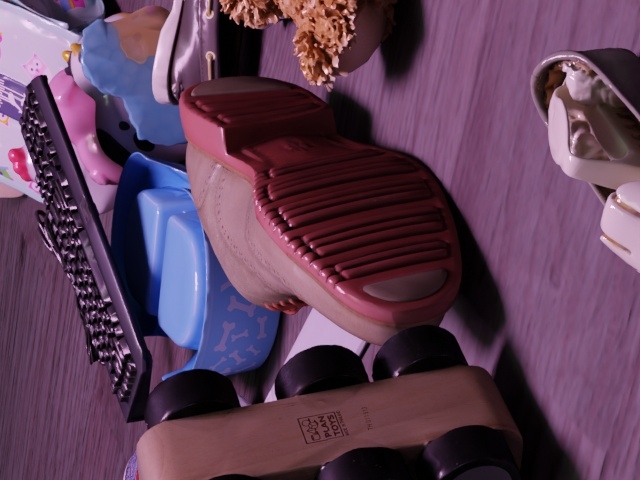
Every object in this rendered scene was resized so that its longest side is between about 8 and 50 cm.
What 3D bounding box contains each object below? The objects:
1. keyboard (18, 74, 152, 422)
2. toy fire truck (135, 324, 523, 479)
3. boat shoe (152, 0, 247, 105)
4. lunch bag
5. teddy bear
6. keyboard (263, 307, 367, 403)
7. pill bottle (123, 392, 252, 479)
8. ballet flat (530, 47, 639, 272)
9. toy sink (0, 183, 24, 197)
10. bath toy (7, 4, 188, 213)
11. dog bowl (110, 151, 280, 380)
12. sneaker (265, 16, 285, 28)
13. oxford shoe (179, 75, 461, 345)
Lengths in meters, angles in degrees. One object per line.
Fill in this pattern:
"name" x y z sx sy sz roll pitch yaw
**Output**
"keyboard" -0.218 0.020 1.704 0.201 0.033 0.317 104 147 -60
"toy fire truck" 0.000 0.180 1.157 0.158 0.217 0.246 -115 19 -48
"boat shoe" -0.083 -0.218 1.576 0.081 0.069 0.228 -28 -49 -68
"lunch bag" -0.320 -0.191 2.063 0.262 0.160 0.223 53 136 47
"teddy bear" -0.021 -0.261 1.336 0.245 0.113 0.338 116 146 -58
"keyboard" 0.004 0.084 1.404 0.256 0.014 0.072 116 143 -48
"pill bottle" -0.112 0.195 1.577 0.169 0.094 0.094 126 141 -55
"ballet flat" 0.158 -0.022 0.931 0.213 0.068 0.072 -113 32 -47
"toy sink" -0.421 -0.171 2.325 0.131 0.153 0.234 -177 90 -68
"bath toy" -0.214 -0.121 1.821 0.348 0.129 0.151 148 121 -66
"dog bowl" -0.109 0.023 1.613 0.297 0.074 0.166 -144 58 -65
"sneaker" -0.036 -0.225 1.501 0.044 0.040 0.109 -3 89 52
"oxford shoe" 0.000 0.000 1.286 0.348 0.123 0.130 -129 36 -57
